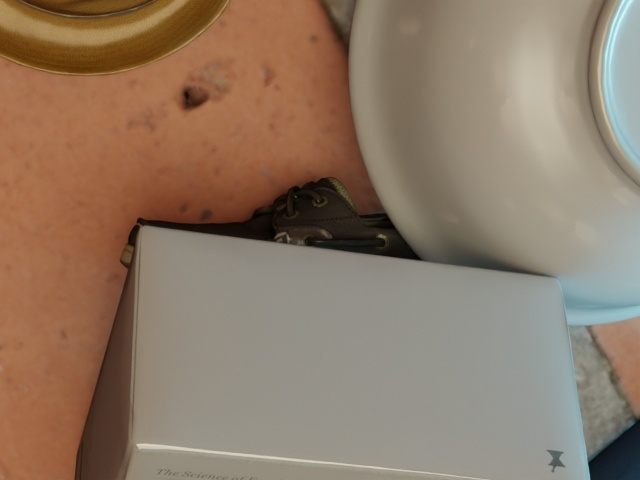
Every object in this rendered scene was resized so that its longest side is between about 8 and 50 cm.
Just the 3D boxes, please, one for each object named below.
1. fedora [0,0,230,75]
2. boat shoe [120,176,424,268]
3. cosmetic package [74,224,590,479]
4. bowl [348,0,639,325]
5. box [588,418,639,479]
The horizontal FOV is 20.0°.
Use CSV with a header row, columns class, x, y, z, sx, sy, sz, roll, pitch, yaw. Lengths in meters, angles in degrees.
class,x,y,z,sx,sy,sz,roll,pitch,yaw
fedora,-0.126,-0.170,0.938,0.194,0.079,0.194,-3,105,-10
boat shoe,0.001,0.000,1.011,0.223,0.080,0.073,8,98,-18
cosmetic package,-0.007,0.120,0.955,0.224,0.138,0.225,8,142,-13
bowl,0.175,-0.091,0.955,0.298,0.134,0.298,-3,98,-21
box,0.249,0.176,1.091,0.156,0.093,0.158,-40,109,2
